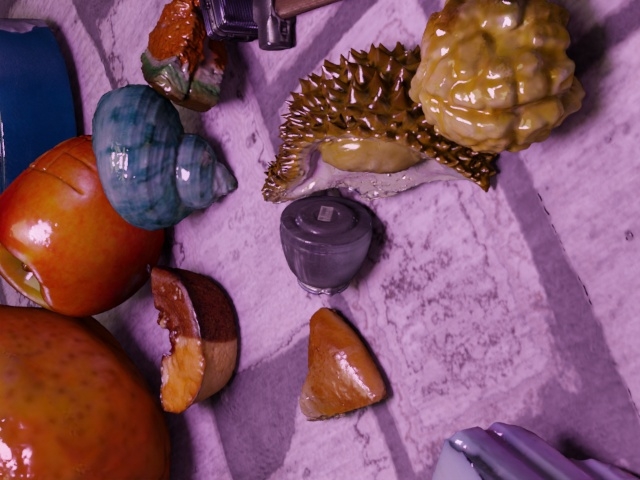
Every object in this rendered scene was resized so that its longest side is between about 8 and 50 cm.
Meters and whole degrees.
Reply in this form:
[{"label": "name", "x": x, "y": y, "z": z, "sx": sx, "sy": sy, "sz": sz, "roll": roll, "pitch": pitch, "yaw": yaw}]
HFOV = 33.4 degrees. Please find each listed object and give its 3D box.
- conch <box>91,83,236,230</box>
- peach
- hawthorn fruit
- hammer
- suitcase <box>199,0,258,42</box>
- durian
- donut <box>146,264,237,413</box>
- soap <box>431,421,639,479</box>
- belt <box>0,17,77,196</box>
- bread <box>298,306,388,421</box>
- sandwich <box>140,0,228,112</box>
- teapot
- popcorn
[{"label": "conch", "x": -0.224, "y": -0.107, "z": 1.514, "sx": 0.134, "sy": 0.202, "sz": 0.196, "roll": -129, "pitch": 53, "yaw": -60}, {"label": "peach", "x": -0.355, "y": -0.022, "z": 1.637, "sx": 0.245, "sy": 0.275, "sz": 0.248, "roll": 44, "pitch": 153, "yaw": -9}, {"label": "hawthorn fruit", "x": -0.447, "y": 0.337, "z": 1.640, "sx": 0.471, "sy": 0.471, "sz": 0.472, "roll": 8, "pitch": 100, "yaw": 51}, {"label": "hammer", "x": 0.042, "y": -0.311, "z": 1.267, "sx": 0.365, "sy": 0.043, "sz": 0.111, "roll": -3, "pitch": 90, "yaw": 49}, {"label": "suitcase", "x": -0.118, "y": -0.328, "z": 1.423, "sx": 0.059, "sy": 0.086, "sz": 0.126, "roll": -28, "pitch": 72, "yaw": 51}, {"label": "durian", "x": 0.046, "y": -0.124, "z": 1.207, "sx": 0.306, "sy": 0.172, "sz": 0.166, "roll": -13, "pitch": 126, "yaw": 35}, {"label": "donut", "x": -0.179, "y": 0.144, "z": 1.552, "sx": 0.141, "sy": 0.085, "sz": 0.217, "roll": 6, "pitch": 99, "yaw": 51}, {"label": "soap", "x": 0.241, "y": 0.289, "z": 0.949, "sx": 0.324, "sy": 0.193, "sz": 0.109, "roll": 36, "pitch": 120, "yaw": 44}, {"label": "belt", "x": -0.563, "y": -0.185, "z": 1.930, "sx": 0.300, "sy": 0.173, "sz": 0.437, "roll": 5, "pitch": 98, "yaw": 54}, {"label": "bread", "x": 0.030, "y": 0.173, "z": 1.320, "sx": 0.136, "sy": 0.054, "sz": 0.154, "roll": 19, "pitch": 111, "yaw": 46}, {"label": "sandwich", "x": -0.174, "y": -0.263, "z": 1.467, "sx": 0.160, "sy": 0.109, "sz": 0.185, "roll": -64, "pitch": 23, "yaw": 8}, {"label": "teapot", "x": -0.007, "y": 0.004, "z": 1.305, "sx": 0.149, "sy": 0.111, "sz": 0.108, "roll": 35, "pitch": 134, "yaw": 38}, {"label": "popcorn", "x": 0.174, "y": -0.170, "z": 1.036, "sx": 0.173, "sy": 0.142, "sz": 0.173, "roll": -24, "pitch": 50, "yaw": 32}]
